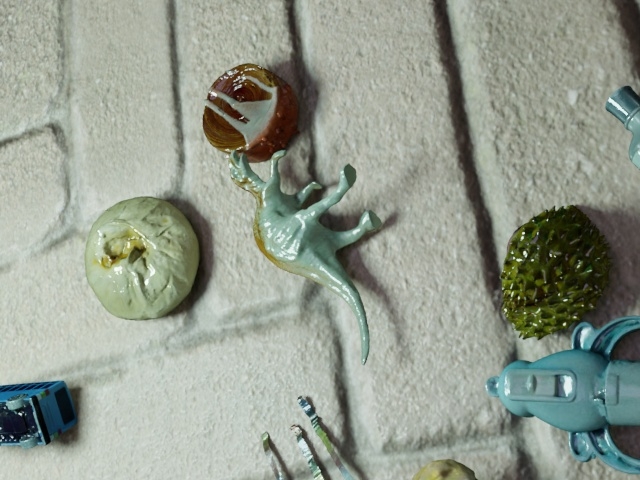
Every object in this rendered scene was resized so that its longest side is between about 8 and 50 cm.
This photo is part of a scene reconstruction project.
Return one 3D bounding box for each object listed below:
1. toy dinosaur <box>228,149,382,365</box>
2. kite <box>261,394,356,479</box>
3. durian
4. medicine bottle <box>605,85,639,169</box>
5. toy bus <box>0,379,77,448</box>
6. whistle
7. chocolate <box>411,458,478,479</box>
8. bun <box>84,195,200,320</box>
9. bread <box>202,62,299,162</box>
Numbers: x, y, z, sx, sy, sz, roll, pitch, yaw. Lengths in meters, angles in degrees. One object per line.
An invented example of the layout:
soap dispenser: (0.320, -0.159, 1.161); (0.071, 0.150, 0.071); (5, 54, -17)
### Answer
toy dinosaur: (0.000, 0.000, 1.362); (0.206, 0.092, 0.392); (-31, 74, 25)
kite: (0.000, 0.370, 1.284); (0.169, 0.015, 0.310); (-45, 53, 11)
durian: (0.282, 0.034, 1.158); (0.186, 0.108, 0.119); (-58, 38, 1)
medicine bottle: (0.435, -0.111, 1.153); (0.090, 0.054, 0.208); (-44, 58, 14)
toy bus: (-0.512, 0.292, 1.574); (0.185, 0.106, 0.090); (-8, 103, 29)
whistle: (0.330, 0.180, 1.116); (0.274, 0.093, 0.186); (-1, 74, 27)
chocolate: (0.165, 0.421, 1.123); (0.134, 0.134, 0.309); (-15, 73, 27)
bun: (-0.303, 0.024, 1.514); (0.222, 0.127, 0.222); (-11, 68, 29)
bread: (-0.112, -0.200, 1.496); (0.161, 0.073, 0.160); (-10, 68, 27)
